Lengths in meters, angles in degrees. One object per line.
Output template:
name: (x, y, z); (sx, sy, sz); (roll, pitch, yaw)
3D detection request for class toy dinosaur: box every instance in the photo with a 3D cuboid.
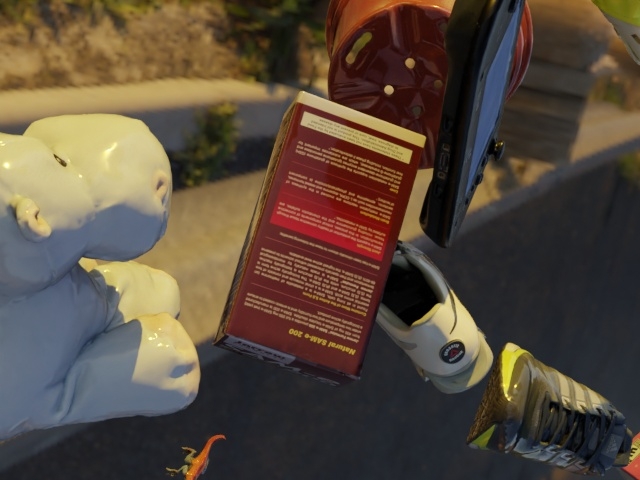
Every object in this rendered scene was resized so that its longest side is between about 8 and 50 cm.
toy dinosaur: (-0.165, 0.288, 1.789); (0.090, 0.047, 0.082); (-55, -171, 19)

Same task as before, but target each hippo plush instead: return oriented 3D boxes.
hippo plush: (-0.227, 0.008, 1.036); (0.294, 0.234, 0.236); (-17, 128, -32)

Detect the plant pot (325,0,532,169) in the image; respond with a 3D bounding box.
plant pot: (0.123, -0.220, 1.739); (0.265, 0.272, 0.272); (-69, 170, -68)

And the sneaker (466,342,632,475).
sneaker: (0.234, 0.174, 1.396); (0.300, 0.121, 0.111); (18, 92, -64)

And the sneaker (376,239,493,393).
sneaker: (0.092, 0.048, 1.798); (0.122, 0.330, 0.146); (-41, 129, -6)

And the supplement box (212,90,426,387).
supplement box: (0.000, 0.000, 1.299); (0.073, 0.130, 0.239); (137, -28, -71)

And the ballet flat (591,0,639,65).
ballet flat: (0.266, -0.153, 1.017); (0.077, 0.231, 0.077); (-96, -156, -59)

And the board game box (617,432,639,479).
board game box: (0.545, 0.240, 1.762); (0.303, 0.224, 0.097); (-41, 115, -7)

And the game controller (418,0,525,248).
game controller: (0.137, -0.128, 1.232); (0.319, 0.067, 0.166); (91, 12, -57)
